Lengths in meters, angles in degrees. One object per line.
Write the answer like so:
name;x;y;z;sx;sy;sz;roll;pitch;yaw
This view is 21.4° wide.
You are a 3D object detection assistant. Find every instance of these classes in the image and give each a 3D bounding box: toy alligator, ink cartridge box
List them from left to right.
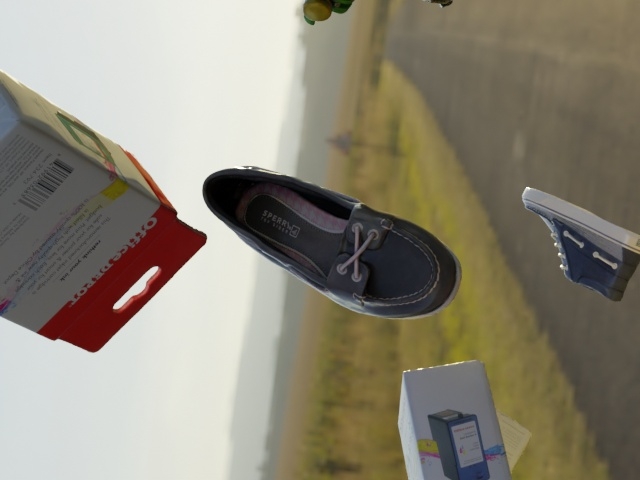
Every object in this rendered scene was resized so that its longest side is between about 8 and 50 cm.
ink cartridge box;-0.197;-0.017;1.185;0.078;0.134;0.231;51;-171;34
toy alligator;0.013;-0.266;1.614;0.190;0.051;0.056;95;-178;-58
ink cartridge box;0.144;0.252;1.778;0.154;0.093;0.212;91;171;-63

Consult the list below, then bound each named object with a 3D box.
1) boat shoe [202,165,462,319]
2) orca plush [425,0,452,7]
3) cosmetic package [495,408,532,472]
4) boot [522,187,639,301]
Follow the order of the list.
boat shoe;0.000;0.000;1.809;0.095;0.335;0.112;19;-86;-48
orca plush;0.105;-0.380;2.070;0.151;0.102;0.287;87;180;-52
cosmetic package;0.154;0.308;1.984;0.231;0.085;0.117;-55;-6;-42
boot;0.306;0.003;2.064;0.190;0.069;0.086;30;98;45
